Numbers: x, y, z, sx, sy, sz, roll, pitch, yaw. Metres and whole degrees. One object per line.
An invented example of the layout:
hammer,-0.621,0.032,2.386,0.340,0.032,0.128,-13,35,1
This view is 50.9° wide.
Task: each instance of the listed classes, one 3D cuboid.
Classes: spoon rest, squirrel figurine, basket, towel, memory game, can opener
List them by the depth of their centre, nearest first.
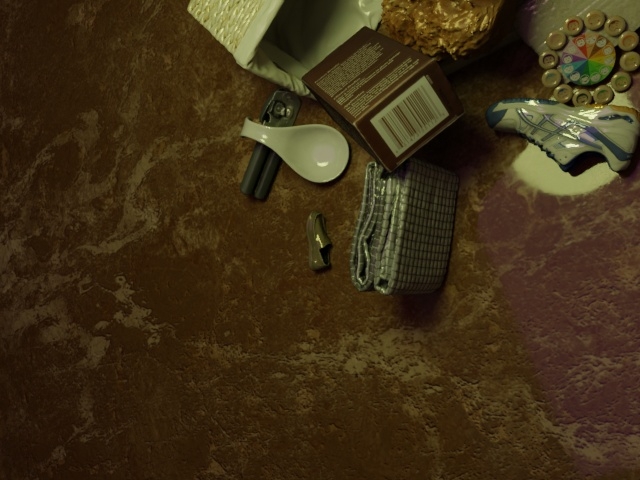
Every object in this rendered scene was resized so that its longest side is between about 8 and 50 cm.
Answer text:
towel,0.519,-0.454,1.277,0.282,0.049,0.187,-39,97,26
memory game,0.515,-0.346,1.289,0.186,0.012,0.186,6,115,13
squirrel figurine,0.211,-0.537,1.294,0.371,0.281,0.396,21,111,33
towel,0.172,-0.030,1.411,0.121,0.235,0.283,8,92,38
basket,-0.064,-0.541,1.531,0.266,0.328,0.331,44,110,30
spoon rest,-0.066,-0.229,1.612,0.277,0.084,0.137,19,99,8
can opener,-0.134,-0.250,1.719,0.283,0.076,0.095,-67,28,11

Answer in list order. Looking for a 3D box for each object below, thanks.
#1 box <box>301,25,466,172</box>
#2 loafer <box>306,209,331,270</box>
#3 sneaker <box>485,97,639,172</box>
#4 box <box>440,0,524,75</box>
box,0.113,-0.301,1.380,0.191,0.143,0.381,-39,32,4
loafer,0.000,0.000,1.622,0.050,0.056,0.147,1,98,31
sneaker,0.458,-0.202,1.312,0.297,0.112,0.130,12,96,33
box,0.353,-0.520,1.423,0.322,0.058,0.232,-23,77,28
